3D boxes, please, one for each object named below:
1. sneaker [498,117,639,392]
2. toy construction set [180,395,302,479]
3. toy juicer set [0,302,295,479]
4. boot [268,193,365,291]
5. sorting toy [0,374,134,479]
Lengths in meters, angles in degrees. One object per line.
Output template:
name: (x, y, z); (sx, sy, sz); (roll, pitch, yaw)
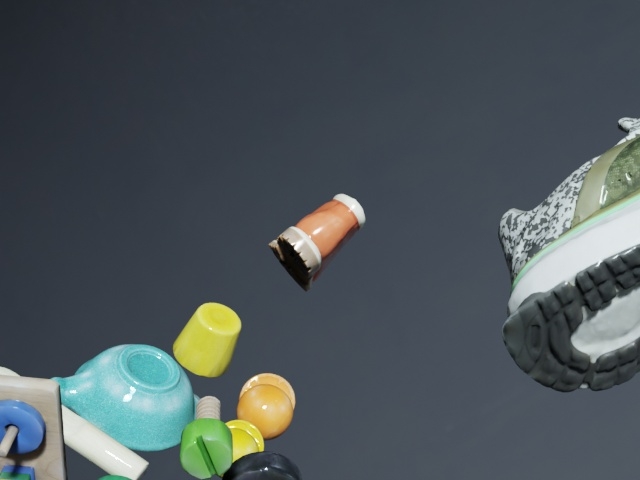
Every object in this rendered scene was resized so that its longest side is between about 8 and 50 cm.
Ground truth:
sneaker: (0.292, -0.068, 0.949); (0.410, 0.158, 0.182); (-33, 40, 10)
toy construction set: (-0.088, 0.324, 0.844); (0.309, 0.257, 0.237); (-42, 24, 16)
toy juicer set: (-0.166, 0.184, 1.285); (0.329, 0.209, 0.089); (-14, -40, -48)
boot: (0.000, 0.000, 1.206); (0.084, 0.059, 0.158); (-40, 0, -13)
sorting toy: (-0.269, 0.161, 0.935); (0.274, 0.132, 0.046); (5, 32, 3)
